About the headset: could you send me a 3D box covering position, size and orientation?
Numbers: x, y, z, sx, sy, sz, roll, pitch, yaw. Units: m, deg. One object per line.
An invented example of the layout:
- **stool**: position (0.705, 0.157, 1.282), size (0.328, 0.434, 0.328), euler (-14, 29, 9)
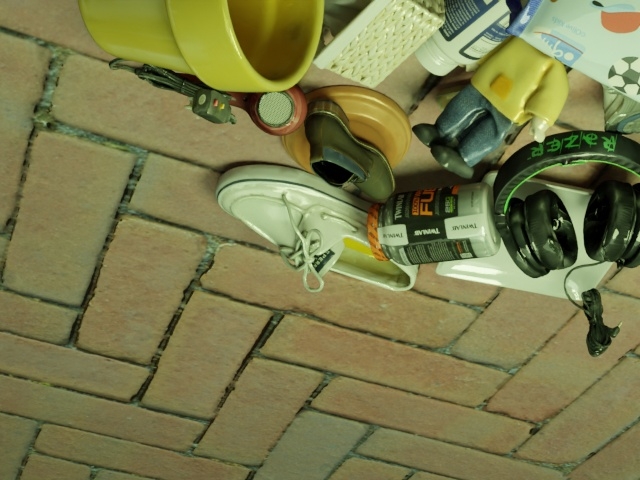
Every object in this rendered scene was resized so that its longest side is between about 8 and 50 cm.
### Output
- **headset**: position (0.393, 0.005, 1.665), size (0.243, 0.185, 0.394), euler (-6, 142, 14)

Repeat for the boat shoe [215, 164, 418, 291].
- **boat shoe**: position (-0.003, 0.005, 1.797), size (0.367, 0.156, 0.136), euler (22, 139, -22)

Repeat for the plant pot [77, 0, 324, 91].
- **plant pot**: position (-0.155, -0.307, 1.358), size (0.239, 0.254, 0.254), euler (3, 145, 26)

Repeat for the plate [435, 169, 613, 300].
- **plate**: position (0.360, -0.013, 1.832), size (0.277, 0.045, 0.278), euler (11, 142, -7)

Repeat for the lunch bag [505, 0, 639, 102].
- **lunch bag**: position (0.430, -0.339, 1.199), size (0.328, 0.239, 0.385), euler (25, 114, -4)

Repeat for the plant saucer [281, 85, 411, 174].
- **plant saucer**: position (0.038, -0.152, 1.689), size (0.200, 0.037, 0.200), euler (2, 142, 2)

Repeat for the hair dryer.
- **hair dryer**: position (-0.119, -0.210, 1.521), size (0.294, 0.224, 0.080), euler (9, 108, -51)

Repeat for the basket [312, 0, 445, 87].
- **basket**: position (0.073, -0.293, 1.445), size (0.103, 0.113, 0.167), euler (23, 138, -29)

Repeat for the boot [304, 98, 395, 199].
- **boot**: position (0.040, -0.100, 1.638), size (0.082, 0.106, 0.219), euler (-20, 136, 28)

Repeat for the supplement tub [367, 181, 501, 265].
- **supplement tub**: position (0.175, -0.023, 1.718), size (0.190, 0.117, 0.117), euler (-7, 141, 20)

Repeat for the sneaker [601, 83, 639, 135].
- **sneaker**: position (0.427, -0.232, 1.496), size (0.111, 0.129, 0.297), euler (-8, 159, 13)

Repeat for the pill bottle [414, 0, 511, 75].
- **pill bottle**: position (0.200, -0.290, 1.449), size (0.094, 0.094, 0.169), euler (28, 136, -28)

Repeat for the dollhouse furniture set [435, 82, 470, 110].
- **dollhouse furniture set**: position (0.229, -0.178, 1.600), size (0.114, 0.081, 0.091), euler (-9, 140, 17)

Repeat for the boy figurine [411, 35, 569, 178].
- **boy figurine**: position (0.261, -0.210, 1.490), size (0.285, 0.177, 0.092), euler (-46, 146, 23)
